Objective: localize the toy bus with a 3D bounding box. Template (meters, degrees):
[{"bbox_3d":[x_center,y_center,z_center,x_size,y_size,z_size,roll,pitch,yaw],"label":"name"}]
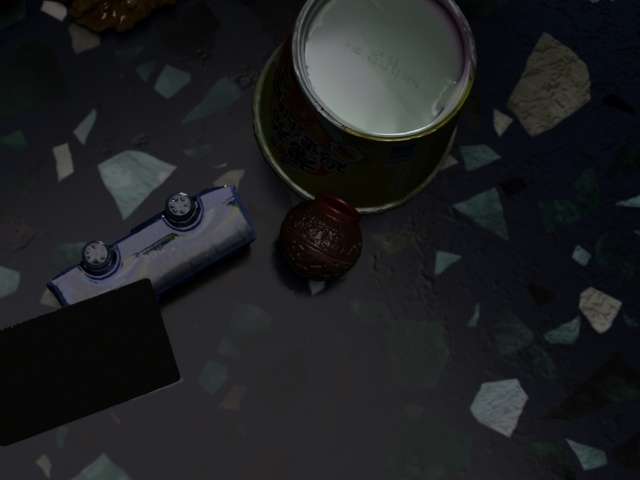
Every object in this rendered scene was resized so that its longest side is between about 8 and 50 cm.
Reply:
[{"bbox_3d":[-0.188,0.020,1.193,0.236,0.079,0.094,-31,84,-14],"label":"toy bus"}]

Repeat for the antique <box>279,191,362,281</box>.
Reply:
[{"bbox_3d":[0.000,0.000,1.215,0.104,0.104,0.104,2,76,-7],"label":"antique"}]

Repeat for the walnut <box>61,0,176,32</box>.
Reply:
[{"bbox_3d":[-0.243,-0.334,1.278,0.170,0.069,0.143,-34,84,-11],"label":"walnut"}]

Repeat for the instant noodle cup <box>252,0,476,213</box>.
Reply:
[{"bbox_3d":[0.054,-0.180,1.214,0.264,0.200,0.265,1,77,-6],"label":"instant noodle cup"}]

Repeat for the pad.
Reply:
[{"bbox_3d":[-0.269,0.134,1.149,0.211,0.003,0.143,-19,118,-13],"label":"pad"}]

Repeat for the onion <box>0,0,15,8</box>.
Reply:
[{"bbox_3d":[-0.424,-0.390,1.230,0.248,0.161,0.248,9,71,-28],"label":"onion"}]
